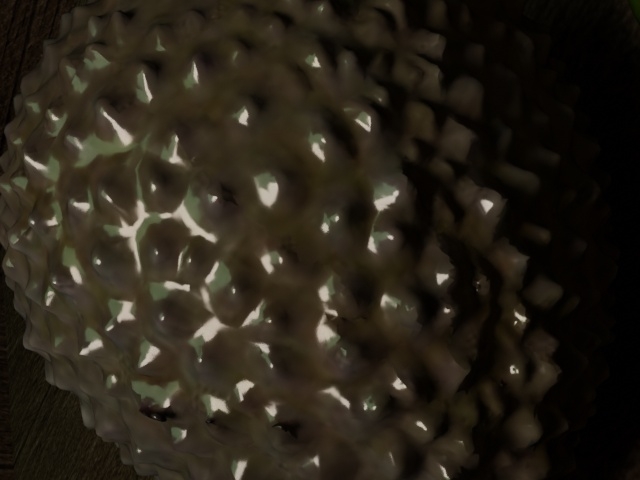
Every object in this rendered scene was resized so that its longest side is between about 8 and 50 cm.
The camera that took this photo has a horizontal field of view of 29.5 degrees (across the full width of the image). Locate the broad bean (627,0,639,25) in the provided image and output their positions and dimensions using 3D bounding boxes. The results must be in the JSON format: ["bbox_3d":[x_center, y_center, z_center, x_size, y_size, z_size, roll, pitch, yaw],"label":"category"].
[{"bbox_3d":[0.217,-0.129,0.643,0.098,0.056,0.318,-60,39,32],"label":"broad bean"}]

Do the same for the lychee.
[{"bbox_3d":[0.000,0.000,0.743,0.432,0.380,0.380,56,138,27],"label":"lychee"}]
